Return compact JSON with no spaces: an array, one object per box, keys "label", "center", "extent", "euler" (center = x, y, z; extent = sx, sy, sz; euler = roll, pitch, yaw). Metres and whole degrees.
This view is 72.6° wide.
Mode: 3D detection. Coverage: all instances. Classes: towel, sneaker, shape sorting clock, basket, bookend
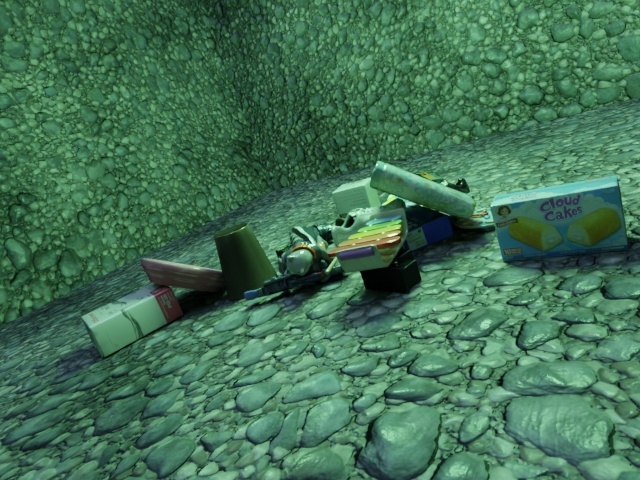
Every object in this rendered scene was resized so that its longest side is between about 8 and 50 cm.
[{"label":"towel","center":[0.327,-0.167,1.451],"extent":[0.320,0.090,0.374],"euler":[19,9,7]},{"label":"sneaker","center":[0.000,-0.002,1.724],"extent":[0.163,0.086,0.226],"euler":[-5,30,-24]},{"label":"sneaker","center":[0.163,-0.067,1.455],"extent":[0.292,0.118,0.110],"euler":[-36,13,-17]},{"label":"shape sorting clock","center":[0.534,-0.078,1.403],"extent":[0.206,0.040,0.206],"euler":[-18,15,5]},{"label":"basket","center":[-0.277,0.066,1.544],"extent":[0.204,0.227,0.154],"euler":[-29,17,-32]},{"label":"sneaker","center":[0.334,-0.133,1.823],"extent":[0.126,0.091,0.240],"euler":[7,23,20]},{"label":"bookend","center":[0.217,0.073,1.194],"extent":[0.156,0.072,0.157],"euler":[-29,18,-35]},{"label":"sneaker","center":[0.481,-0.184,1.728],"extent":[0.234,0.106,0.078],"euler":[-19,13,0]}]

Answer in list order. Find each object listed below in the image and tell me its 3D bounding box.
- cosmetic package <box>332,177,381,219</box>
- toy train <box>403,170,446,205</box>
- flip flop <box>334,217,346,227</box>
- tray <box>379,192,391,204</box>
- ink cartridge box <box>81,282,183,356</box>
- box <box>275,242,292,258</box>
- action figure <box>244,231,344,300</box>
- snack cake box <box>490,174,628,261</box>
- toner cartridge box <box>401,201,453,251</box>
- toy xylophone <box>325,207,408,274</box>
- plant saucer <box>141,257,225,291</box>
[{"label":"cosmetic package","center":[0.164,-0.154,1.872],"extent":[0.151,0.184,0.151],"euler":[-12,15,25]},{"label":"toy train","center":[0.452,-0.234,1.917],"extent":[0.190,0.142,0.334],"euler":[-9,15,0]},{"label":"flip flop","center":[0.138,-0.032,1.650],"extent":[0.080,0.112,0.277],"euler":[2,-2,-33]},{"label":"tray","center":[0.315,-0.200,2.065],"extent":[0.270,0.030,0.145],"euler":[-36,-11,-49]},{"label":"ink cartridge box","center":[-0.656,0.265,1.520],"extent":[0.283,0.117,0.207],"euler":[-28,17,-32]},{"label":"box","center":[-0.129,0.048,1.774],"extent":[0.083,0.052,0.062],"euler":[-28,16,-36]},{"label":"action figure","center":[-0.098,0.069,1.426],"extent":[0.341,0.178,0.330],"euler":[-17,4,-5]},{"label":"snack cake box","center":[0.560,-0.048,1.034],"extent":[0.264,0.152,0.089],"euler":[-9,18,36]},{"label":"toner cartridge box","center":[0.311,-0.055,1.536],"extent":[0.165,0.075,0.348],"euler":[-20,14,-5]},{"label":"toy xylophone","center":[0.129,0.008,1.230],"extent":[0.236,0.081,0.323],"euler":[-14,15,21]},{"label":"plant saucer","center":[-0.499,0.133,1.629],"extent":[0.332,0.084,0.332],"euler":[10,-5,1]}]
